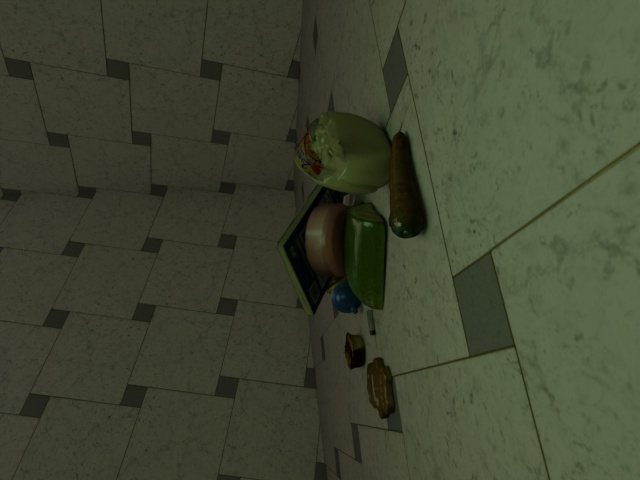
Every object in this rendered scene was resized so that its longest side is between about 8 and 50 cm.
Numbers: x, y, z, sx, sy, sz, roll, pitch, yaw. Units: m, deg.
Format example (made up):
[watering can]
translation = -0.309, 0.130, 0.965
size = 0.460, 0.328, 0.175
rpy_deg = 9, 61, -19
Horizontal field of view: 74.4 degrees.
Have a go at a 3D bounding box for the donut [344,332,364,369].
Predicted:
[donut]
translation = 0.129, 0.418, 1.603
size = 0.140, 0.059, 0.140
rpy_deg = 178, 90, -82

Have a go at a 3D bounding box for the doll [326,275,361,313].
[doll]
translation = 0.078, 0.173, 1.699
size = 0.199, 0.145, 0.363
rpy_deg = 44, -171, -35

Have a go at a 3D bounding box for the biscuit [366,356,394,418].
[biscuit]
translation = 0.181, 0.464, 1.340
size = 0.249, 0.035, 0.184
rpy_deg = 121, 145, -77

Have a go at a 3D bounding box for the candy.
[candy]
translation = 0.043, -0.006, 1.375
size = 0.255, 0.095, 0.255
rpy_deg = 1, -91, -61

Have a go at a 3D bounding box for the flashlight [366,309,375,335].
[flashlight]
translation = 0.169, 0.275, 1.412
size = 0.018, 0.018, 0.083
rpy_deg = 109, 156, -66

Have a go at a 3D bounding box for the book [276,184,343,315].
[book]
translation = 0.000, 0.000, 1.441
size = 0.427, 0.039, 0.299
rpy_deg = -60, -41, -45

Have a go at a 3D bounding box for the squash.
[squash]
translation = 0.128, 0.047, 1.320
size = 0.203, 0.111, 0.288
rpy_deg = -107, 15, -66

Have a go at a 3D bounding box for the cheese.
[cheese]
translation = 0.080, -0.239, 1.152
size = 0.127, 0.234, 0.265
rpy_deg = 111, 155, -44

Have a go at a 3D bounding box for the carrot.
[carrot]
translation = 0.191, -0.147, 0.977
size = 0.078, 0.078, 0.297
rpy_deg = 107, 165, -68

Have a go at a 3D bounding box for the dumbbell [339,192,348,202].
[dumbbell]
translation = 0.066, -0.151, 1.676
size = 0.108, 0.122, 0.301
rpy_deg = 49, 151, 28

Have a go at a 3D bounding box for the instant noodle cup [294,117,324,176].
[instant noodle cup]
translation = 0.011, -0.378, 1.702
size = 0.174, 0.214, 0.213
rpy_deg = 121, 146, -62
